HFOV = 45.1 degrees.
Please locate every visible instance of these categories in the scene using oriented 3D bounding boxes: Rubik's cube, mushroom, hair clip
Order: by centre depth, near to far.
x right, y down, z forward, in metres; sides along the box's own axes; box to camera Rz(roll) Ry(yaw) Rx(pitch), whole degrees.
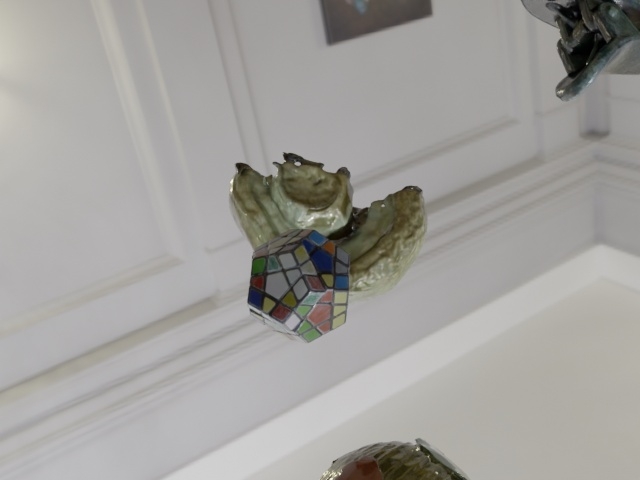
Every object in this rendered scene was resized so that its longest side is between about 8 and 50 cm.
[{"bbox_3d":[0.213,-0.114,0.428,0.230,0.070,0.039,-7,162,-27],"label":"hair clip"},{"bbox_3d":[-0.020,0.042,0.726,0.111,0.111,0.093,0,180,25],"label":"Rubik's cube"},{"bbox_3d":[-0.004,0.002,1.032,0.267,0.164,0.189,14,162,-3],"label":"mushroom"}]

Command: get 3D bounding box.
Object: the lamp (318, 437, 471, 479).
[{"bbox_3d":[0.107,0.386,0.935,0.284,0.250,0.250,39,-133,21],"label":"lamp"}]
